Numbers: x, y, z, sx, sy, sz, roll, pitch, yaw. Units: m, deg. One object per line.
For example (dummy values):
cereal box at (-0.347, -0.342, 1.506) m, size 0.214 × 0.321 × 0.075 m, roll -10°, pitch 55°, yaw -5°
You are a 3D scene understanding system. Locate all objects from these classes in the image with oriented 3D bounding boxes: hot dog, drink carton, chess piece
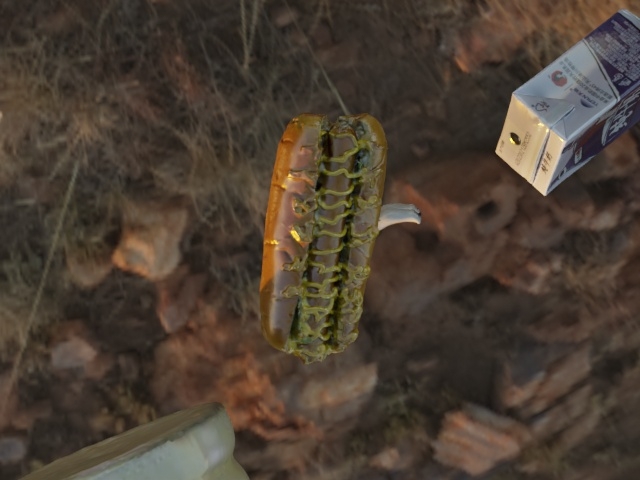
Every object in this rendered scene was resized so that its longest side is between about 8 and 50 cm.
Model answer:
hot dog at (0.000, 0.000, 0.834) m, size 0.071 × 0.045 × 0.165 m, roll 1°, pitch 110°, yaw -21°
drink carton at (0.339, -0.179, 1.722) m, size 0.222 × 0.102 × 0.134 m, roll -37°, pitch 161°, yaw -22°
chess piece at (-0.082, 0.268, 0.831) m, size 0.167 × 0.167 × 0.299 m, roll -23°, pitch 89°, yaw 1°

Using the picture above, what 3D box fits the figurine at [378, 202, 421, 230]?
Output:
figurine at (0.017, -0.020, 0.951) m, size 0.109 × 0.064 × 0.047 m, roll -3°, pitch 103°, yaw 2°
